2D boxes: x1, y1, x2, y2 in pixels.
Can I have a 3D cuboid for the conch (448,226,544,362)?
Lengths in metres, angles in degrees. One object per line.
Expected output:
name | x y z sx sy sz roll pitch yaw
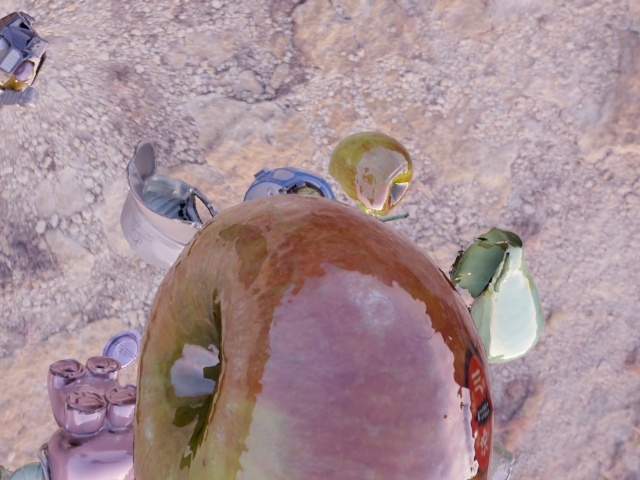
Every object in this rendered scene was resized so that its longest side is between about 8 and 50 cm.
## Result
conch | 0.263 0.079 1.012 0.137 0.143 0.251 -20 122 13

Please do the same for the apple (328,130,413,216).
apple | 0.138 -0.195 1.872 0.246 0.226 0.246 -39 148 -30

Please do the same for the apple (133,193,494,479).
apple | 0.002 0.126 0.498 0.250 0.277 0.310 11 95 -35

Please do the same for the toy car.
toy car | 0.000 0.000 1.125 0.166 0.198 0.314 -37 97 -35

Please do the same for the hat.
hat | -0.257 -0.035 1.098 0.232 0.275 0.161 41 81 5

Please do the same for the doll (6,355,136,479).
doll | -0.404 0.373 1.142 0.284 0.216 0.269 3 110 -39

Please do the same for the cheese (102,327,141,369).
cheese | -0.577 0.333 1.823 0.191 0.042 0.105 -55 127 -22

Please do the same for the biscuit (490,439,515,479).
biscuit | 0.247 0.429 1.101 0.040 0.188 0.265 -14 143 -42

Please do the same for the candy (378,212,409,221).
candy | 0.089 -0.033 1.197 0.061 0.202 0.061 5 81 -37

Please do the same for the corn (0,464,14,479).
corn | -0.938 0.796 1.855 0.123 0.122 0.305 45 50 -61

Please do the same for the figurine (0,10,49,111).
figurine | -0.774 -0.419 1.572 0.308 0.143 0.309 1 98 8
